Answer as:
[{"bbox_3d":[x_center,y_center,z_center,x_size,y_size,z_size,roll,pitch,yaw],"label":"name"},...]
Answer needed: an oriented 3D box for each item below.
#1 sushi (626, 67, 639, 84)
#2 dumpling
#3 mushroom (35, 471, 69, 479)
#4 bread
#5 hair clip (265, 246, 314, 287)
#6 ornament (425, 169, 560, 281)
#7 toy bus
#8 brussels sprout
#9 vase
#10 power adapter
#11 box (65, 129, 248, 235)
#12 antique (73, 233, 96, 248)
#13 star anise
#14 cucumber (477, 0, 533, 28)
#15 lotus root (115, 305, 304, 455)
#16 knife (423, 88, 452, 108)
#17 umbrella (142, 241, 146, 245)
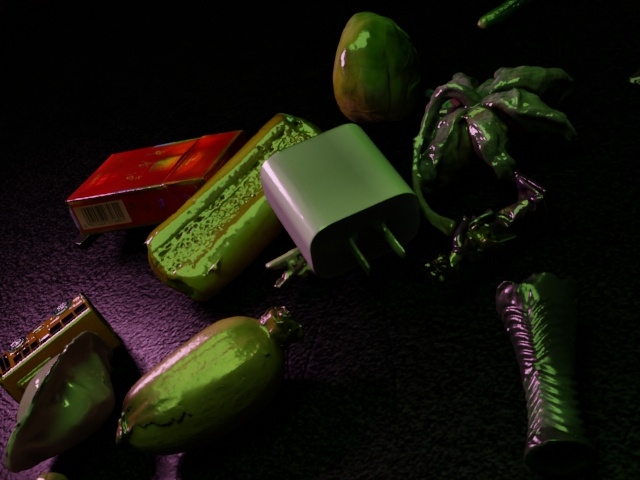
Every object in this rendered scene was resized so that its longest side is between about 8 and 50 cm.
[{"bbox_3d":[0.565,-0.288,1.535,0.126,0.026,0.120,-41,35,-15],"label":"sushi"},{"bbox_3d":[-0.396,0.241,1.479,0.142,0.172,0.247,21,60,16],"label":"dumpling"},{"bbox_3d":[-0.496,0.449,1.360,0.351,0.095,0.122,-33,53,0],"label":"mushroom"},{"bbox_3d":[-0.127,-0.054,1.680,0.166,0.112,0.383,39,76,24],"label":"bread"},{"bbox_3d":[0.003,0.006,1.573,0.214,0.056,0.062,-37,21,-24],"label":"hair clip"},{"bbox_3d":[0.236,0.000,1.381,0.203,0.081,0.088,-39,34,-7],"label":"ornament"},{"bbox_3d":[-0.441,0.193,1.616,0.201,0.098,0.114,-39,26,-11],"label":"toy bus"},{"bbox_3d":[0.098,-0.313,1.760,0.161,0.223,0.223,-11,39,16],"label":"brussels sprout"},{"bbox_3d":[0.270,0.158,1.148,0.116,0.115,0.237,-17,43,20],"label":"vase"},{"bbox_3d":[0.043,-0.045,1.495,0.187,0.124,0.255,-24,49,-12],"label":"power adapter"},{"bbox_3d":[-0.303,-0.111,1.860,0.314,0.089,0.197,-7,29,24],"label":"box"},{"bbox_3d":[-0.430,-0.056,1.993,0.031,0.015,0.192,15,55,45],"label":"antique"},{"bbox_3d":[0.260,-0.183,1.535,0.316,0.139,0.359,-34,34,8],"label":"star anise"},{"bbox_3d":[0.370,-0.448,1.867,0.155,0.037,0.037,-35,35,-3],"label":"cucumber"},{"bbox_3d":[-0.152,0.203,1.372,0.303,0.131,0.146,-34,58,-3],"label":"lotus root"},{"bbox_3d":[0.215,-0.259,1.771,0.027,0.010,0.096,-36,35,-7],"label":"knife"},{"bbox_3d":[-0.207,-0.047,1.808,0.269,0.044,0.044,-23,-2,1],"label":"umbrella"}]
